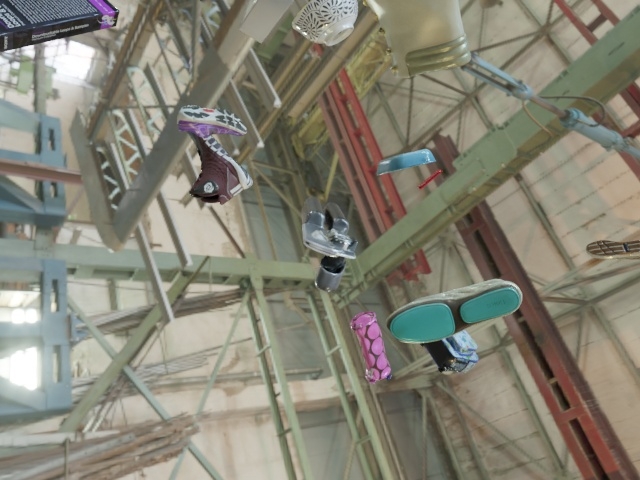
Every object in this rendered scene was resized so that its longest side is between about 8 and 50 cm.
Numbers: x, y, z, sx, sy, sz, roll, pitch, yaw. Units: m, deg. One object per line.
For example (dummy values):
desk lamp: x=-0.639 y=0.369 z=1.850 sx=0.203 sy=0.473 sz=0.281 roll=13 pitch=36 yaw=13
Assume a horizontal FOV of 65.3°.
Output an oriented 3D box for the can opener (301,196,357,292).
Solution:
can opener: x=0.000 y=0.000 z=0.792 sx=0.283 sy=0.076 sz=0.095 roll=-104 pitch=-149 yaw=-76

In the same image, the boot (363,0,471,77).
boot: x=0.075 y=-0.284 z=0.609 sx=0.213 sy=0.165 sz=0.077 roll=15 pitch=-128 yaw=38

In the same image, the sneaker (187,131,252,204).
sneaker: x=-0.340 y=-0.212 z=1.449 sx=0.162 sy=0.106 sz=0.281 roll=-44 pitch=-111 yaw=-4

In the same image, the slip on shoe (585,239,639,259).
slip on shoe: x=0.686 y=0.025 z=1.148 sx=0.135 sy=0.041 sz=0.051 roll=-8 pitch=-130 yaw=20

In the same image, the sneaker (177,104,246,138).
sneaker: x=-0.266 y=-0.282 z=1.224 sx=0.071 sy=0.170 sz=0.068 roll=-59 pitch=-145 yaw=41

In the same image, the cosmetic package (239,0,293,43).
cosmetic package: x=-0.072 y=-0.509 z=0.982 sx=0.239 sy=0.060 sz=0.098 roll=-32 pitch=-137 yaw=47

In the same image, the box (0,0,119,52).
box: x=-0.340 y=-0.282 z=0.584 sx=0.116 sy=0.162 sz=0.029 roll=44 pitch=-46 yaw=4

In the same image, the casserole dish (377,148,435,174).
casserole dish: x=0.205 y=-0.193 z=1.227 sx=0.188 sy=0.114 sz=0.037 roll=-171 pitch=-112 yaw=-78

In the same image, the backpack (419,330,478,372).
backpack: x=0.299 y=0.241 z=1.116 sx=0.084 sy=0.114 sz=0.105 roll=-52 pitch=-139 yaw=18

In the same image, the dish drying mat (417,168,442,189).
dish drying mat: x=0.323 y=-0.182 z=1.477 sx=0.083 sy=0.008 sz=0.032 roll=-40 pitch=-166 yaw=5

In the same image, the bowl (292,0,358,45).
bowl: x=0.026 y=-0.509 z=1.163 sx=0.170 sy=0.170 sz=0.080 roll=-27 pitch=-87 yaw=46

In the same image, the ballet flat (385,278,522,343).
ballet flat: x=0.162 y=0.087 z=0.618 sx=0.052 sy=0.168 sz=0.057 roll=-91 pitch=167 yaw=-78

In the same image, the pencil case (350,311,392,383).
pencil case: x=0.153 y=0.328 z=1.534 sx=0.095 sy=0.098 sz=0.209 roll=-6 pitch=-72 yaw=41
